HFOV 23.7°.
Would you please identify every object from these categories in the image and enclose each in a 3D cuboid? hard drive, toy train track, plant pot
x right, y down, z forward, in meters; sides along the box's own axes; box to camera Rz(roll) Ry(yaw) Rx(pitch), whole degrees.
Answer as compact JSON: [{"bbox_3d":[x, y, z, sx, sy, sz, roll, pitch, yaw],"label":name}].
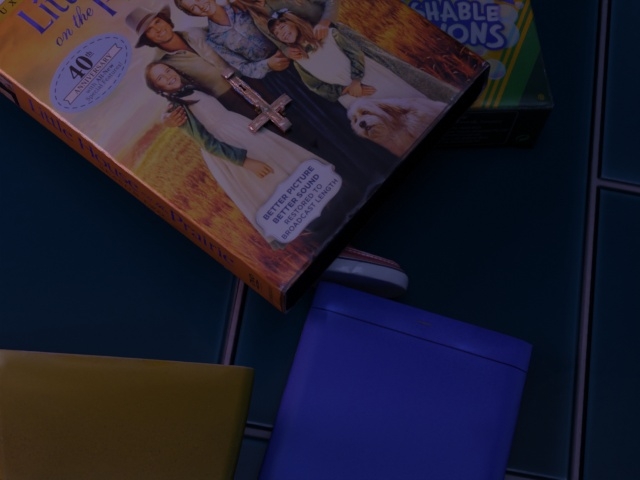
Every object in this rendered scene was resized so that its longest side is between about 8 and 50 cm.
[{"bbox_3d":[0.055,0.206,1.353,0.210,0.040,0.318,17,61,0],"label":"hard drive"},{"bbox_3d":[-0.059,-0.130,1.388,0.083,0.014,0.048,42,73,16],"label":"toy train track"},{"bbox_3d":[-0.183,0.199,1.223,0.212,0.212,0.187,6,76,-18],"label":"plant pot"}]

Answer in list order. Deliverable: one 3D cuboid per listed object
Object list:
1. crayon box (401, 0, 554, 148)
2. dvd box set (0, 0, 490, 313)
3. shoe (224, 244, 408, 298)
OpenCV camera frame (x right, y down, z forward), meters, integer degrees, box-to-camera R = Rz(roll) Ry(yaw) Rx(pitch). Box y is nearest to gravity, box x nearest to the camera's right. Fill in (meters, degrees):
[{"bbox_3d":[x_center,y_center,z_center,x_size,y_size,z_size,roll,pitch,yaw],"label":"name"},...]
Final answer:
[{"bbox_3d":[0.108,-0.251,1.581,0.203,0.083,0.322,-3,62,-10],"label":"crayon box"},{"bbox_3d":[-0.096,-0.171,1.447,0.420,0.062,0.307,38,72,14],"label":"dvd box set"},{"bbox_3d":[0.000,0.000,1.441,0.178,0.063,0.081,10,67,2],"label":"shoe"}]
